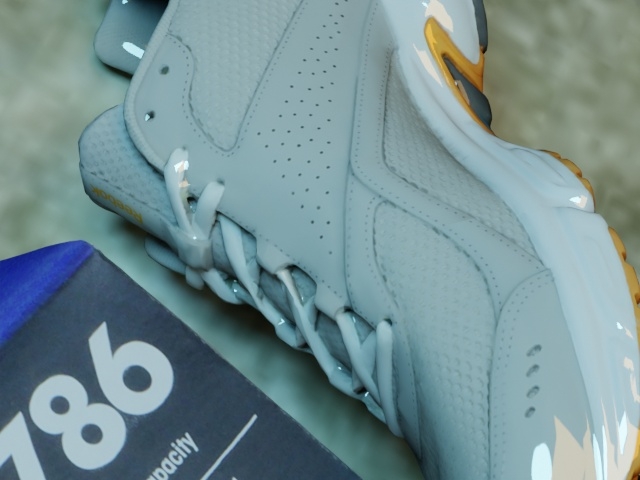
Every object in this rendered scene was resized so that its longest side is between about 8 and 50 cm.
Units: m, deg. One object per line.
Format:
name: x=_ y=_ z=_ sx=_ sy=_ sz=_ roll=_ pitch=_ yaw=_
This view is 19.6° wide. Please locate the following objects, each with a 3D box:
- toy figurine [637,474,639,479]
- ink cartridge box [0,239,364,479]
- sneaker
toy figurine: x=0.184 y=0.093 z=0.468 sx=0.148 sy=0.213 sz=0.209 roll=-31 pitch=67 yaw=-15
ink cartridge box: x=-0.041 y=0.125 z=0.457 sx=0.333 sy=0.065 sz=0.165 roll=40 pitch=57 yaw=0
sneaker: x=0.000 y=0.000 z=0.503 sx=0.121 sy=0.099 sz=0.262 roll=-8 pitch=44 yaw=-13
